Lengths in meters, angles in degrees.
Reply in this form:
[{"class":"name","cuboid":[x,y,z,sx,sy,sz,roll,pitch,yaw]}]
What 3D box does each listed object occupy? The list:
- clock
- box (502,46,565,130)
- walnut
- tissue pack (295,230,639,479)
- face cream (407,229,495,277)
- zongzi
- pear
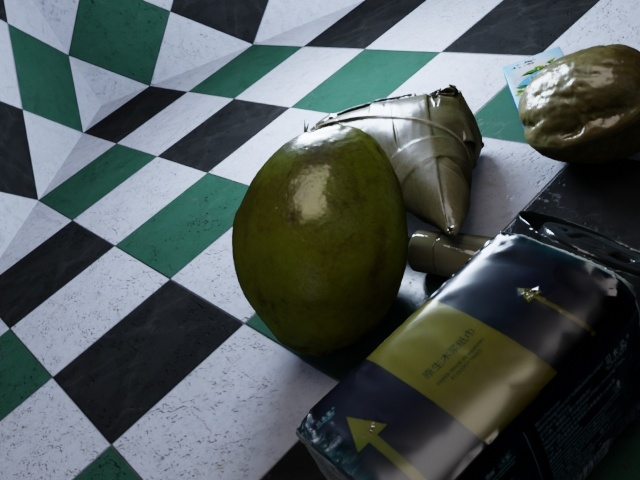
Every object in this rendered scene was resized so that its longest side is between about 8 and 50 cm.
[{"class":"clock","cuboid":[0.417,0.033,1.106,0.280,0.281,0.055,45,119,57]},{"class":"box","cuboid":[0.519,-0.351,1.708,0.143,0.083,0.232,-18,35,16]},{"class":"walnut","cuboid":[0.525,-0.260,1.444,0.283,0.227,0.283,-25,20,10]},{"class":"tissue pack","cuboid":[0.208,0.229,0.958,0.416,0.264,0.253,-42,39,-19]},{"class":"face cream","cuboid":[0.325,0.036,1.321,0.341,0.084,0.137,7,34,34]},{"class":"zongzi","cuboid":[0.079,-0.132,1.562,0.500,0.218,0.467,-8,28,23]},{"class":"pear","cuboid":[0.000,0.000,1.337,0.352,0.352,0.413,-3,74,33]}]
